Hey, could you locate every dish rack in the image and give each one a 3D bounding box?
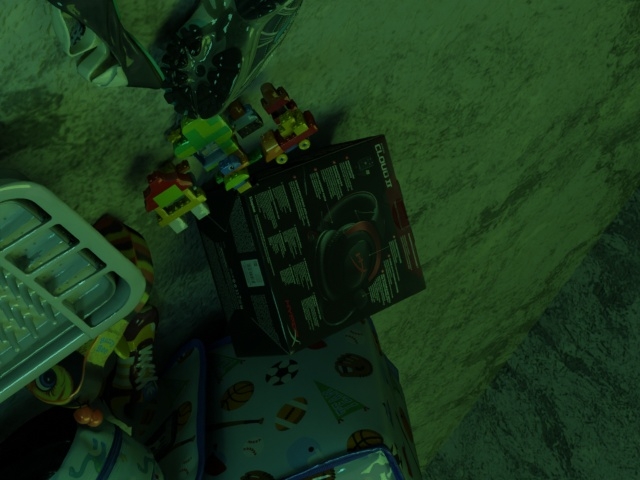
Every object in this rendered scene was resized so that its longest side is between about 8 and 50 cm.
[{"bbox_3d":[-0.368,0.067,1.470,0.333,0.072,0.285,-36,147,3],"label":"dish rack"}]

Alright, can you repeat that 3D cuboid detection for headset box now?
[{"bbox_3d":[0.000,0.000,1.875,0.293,0.218,0.110,-24,-169,-42],"label":"headset box"}]

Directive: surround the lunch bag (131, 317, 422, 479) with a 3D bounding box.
[{"bbox_3d":[-0.081,0.281,1.948,0.386,0.328,0.239,-20,125,9],"label":"lunch bag"}]

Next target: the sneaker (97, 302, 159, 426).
[{"bbox_3d":[-0.239,0.164,1.931,0.070,0.084,0.185,-23,149,-42],"label":"sneaker"}]

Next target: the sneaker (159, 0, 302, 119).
[{"bbox_3d":[-0.067,-0.259,1.523,0.283,0.110,0.122,-53,174,25],"label":"sneaker"}]

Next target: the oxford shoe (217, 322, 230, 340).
[{"bbox_3d":[-0.150,0.241,2.169,0.133,0.130,0.363,-14,138,-30],"label":"oxford shoe"}]

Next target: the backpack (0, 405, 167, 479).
[{"bbox_3d":[-0.348,0.356,1.778,0.355,0.273,0.290,-58,-171,20],"label":"backpack"}]

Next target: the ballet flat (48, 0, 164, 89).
[{"bbox_3d":[-0.212,-0.192,1.397,0.074,0.074,0.203,-41,151,-9],"label":"ballet flat"}]

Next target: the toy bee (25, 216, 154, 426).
[{"bbox_3d":[-0.282,0.129,1.705,0.298,0.162,0.195,-55,157,22],"label":"toy bee"}]

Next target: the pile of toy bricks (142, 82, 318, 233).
[{"bbox_3d":[-0.119,-0.117,1.670,0.212,0.118,0.105,-32,130,10],"label":"pile of toy bricks"}]
